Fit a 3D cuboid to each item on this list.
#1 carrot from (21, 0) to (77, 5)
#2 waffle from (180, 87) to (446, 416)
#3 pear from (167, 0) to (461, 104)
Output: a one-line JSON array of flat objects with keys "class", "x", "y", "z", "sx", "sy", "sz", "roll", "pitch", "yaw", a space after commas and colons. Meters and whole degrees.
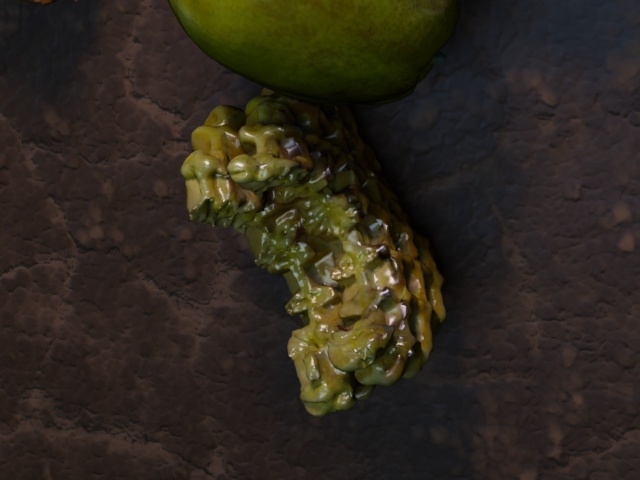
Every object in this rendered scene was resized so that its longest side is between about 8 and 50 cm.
[{"class": "carrot", "x": -0.380, "y": -0.344, "z": 2.037, "sx": 0.254, "sy": 0.196, "sz": 0.196, "roll": 6, "pitch": 110, "yaw": 29}, {"class": "waffle", "x": 0.000, "y": 0.000, "z": 1.947, "sx": 0.151, "sy": 0.261, "sz": 0.324, "roll": -22, "pitch": 103, "yaw": 26}, {"class": "pear", "x": -0.016, "y": -0.256, "z": 1.821, "sx": 0.321, "sy": 0.269, "sz": 0.269, "roll": 35, "pitch": 116, "yaw": -9}]
